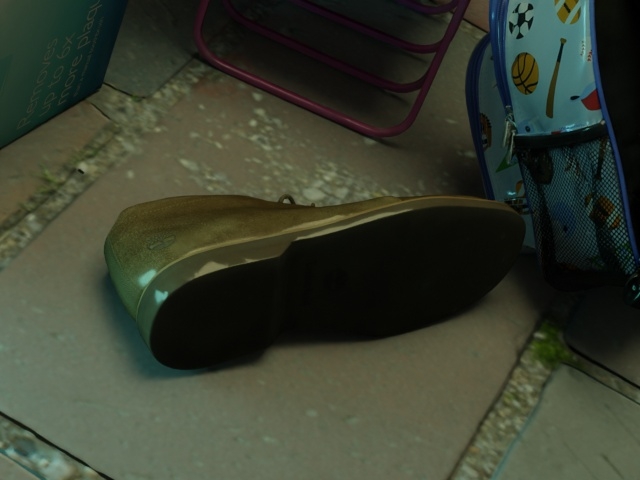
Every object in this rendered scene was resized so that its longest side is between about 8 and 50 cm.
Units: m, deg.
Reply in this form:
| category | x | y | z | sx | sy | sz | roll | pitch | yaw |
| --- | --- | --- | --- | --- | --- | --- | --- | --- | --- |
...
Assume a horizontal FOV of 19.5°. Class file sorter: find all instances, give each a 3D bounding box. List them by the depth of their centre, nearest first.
| category | x | y | z | sx | sy | sz | roll | pitch | yaw |
| --- | --- | --- | --- | --- | --- | --- | --- | --- | --- |
| file sorter | 0.040 | -0.248 | 1.498 | 0.202 | 0.182 | 0.291 | 25 | 39 | 0 |

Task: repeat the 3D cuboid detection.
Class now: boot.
| category | x | y | z | sx | sy | sz | roll | pitch | yaw |
| --- | --- | --- | --- | --- | --- | --- | --- | --- | --- |
| boot | 0.000 | 0.000 | 1.258 | 0.305 | 0.112 | 0.115 | -7 | 37 | -31 |

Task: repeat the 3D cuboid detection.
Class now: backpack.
| category | x | y | z | sx | sy | sz | roll | pitch | yaw |
| --- | --- | --- | --- | --- | --- | --- | --- | --- | --- |
| backpack | 0.236 | -0.110 | 1.365 | 0.213 | 0.263 | 0.276 | 3 | 17 | 43 |

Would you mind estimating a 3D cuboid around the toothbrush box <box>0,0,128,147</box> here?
| category | x | y | z | sx | sy | sz | roll | pitch | yaw |
| --- | --- | --- | --- | --- | --- | --- | --- | --- | --- |
| toothbrush box | -0.249 | -0.161 | 1.218 | 0.126 | 0.216 | 0.295 | 35 | 39 | 14 |
